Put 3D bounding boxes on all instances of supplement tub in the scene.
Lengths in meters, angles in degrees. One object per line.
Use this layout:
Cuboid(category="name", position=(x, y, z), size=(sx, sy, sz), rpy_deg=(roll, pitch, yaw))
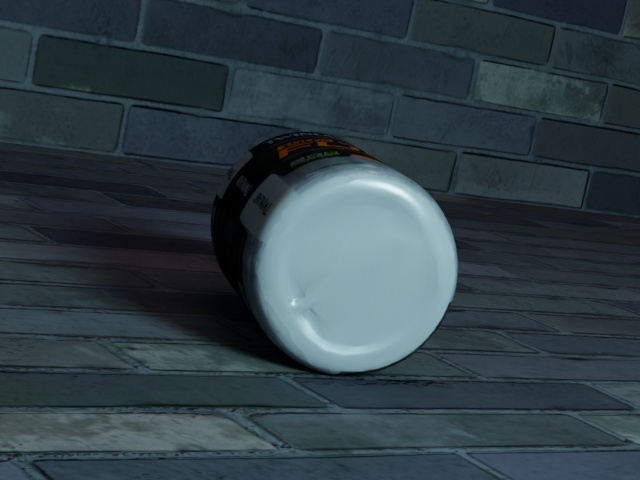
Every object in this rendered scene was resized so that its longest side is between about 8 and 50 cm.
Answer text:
Cuboid(category="supplement tub", position=(0.000, 0.000, 1.549), size=(0.207, 0.207, 0.338), rpy_deg=(9, 9, -15))
